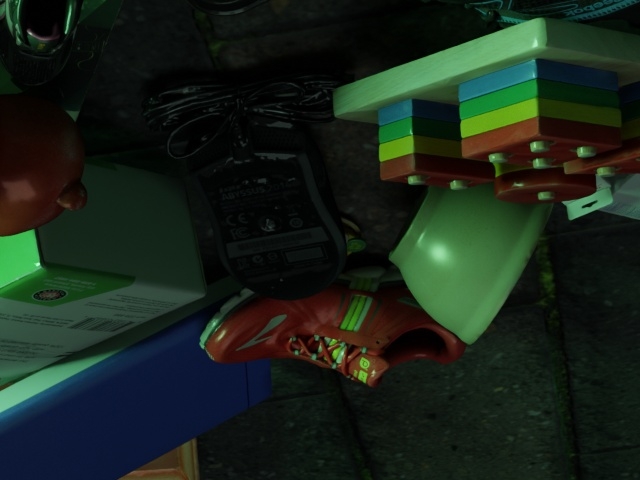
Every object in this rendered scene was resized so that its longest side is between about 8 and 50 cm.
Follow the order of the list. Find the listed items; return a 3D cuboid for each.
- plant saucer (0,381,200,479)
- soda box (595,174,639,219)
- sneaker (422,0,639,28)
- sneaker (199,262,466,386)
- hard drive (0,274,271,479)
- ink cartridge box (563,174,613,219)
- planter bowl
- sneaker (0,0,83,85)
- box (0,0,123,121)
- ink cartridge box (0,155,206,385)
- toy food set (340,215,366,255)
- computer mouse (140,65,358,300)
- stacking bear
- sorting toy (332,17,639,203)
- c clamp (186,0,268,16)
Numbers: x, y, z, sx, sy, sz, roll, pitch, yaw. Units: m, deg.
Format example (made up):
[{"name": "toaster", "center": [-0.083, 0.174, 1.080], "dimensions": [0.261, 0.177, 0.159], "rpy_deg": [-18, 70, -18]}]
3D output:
[{"name": "plant saucer", "center": [-0.268, 0.225, 2.097], "dimensions": [0.259, 0.047, 0.258], "rpy_deg": [-2, 146, -3]}, {"name": "soda box", "center": [0.327, -0.105, 1.661], "dimensions": [0.069, 0.074, 0.216], "rpy_deg": [13, 143, -25]}, {"name": "sneaker", "center": [0.122, -0.204, 1.378], "dimensions": [0.341, 0.125, 0.139], "rpy_deg": [2, 150, -7]}, {"name": "sneaker", "center": [0.022, 0.091, 1.836], "dimensions": [0.279, 0.118, 0.107], "rpy_deg": [-7, 145, -22]}, {"name": "hard drive", "center": [-0.196, 0.165, 1.884], "dimensions": [0.319, 0.040, 0.210], "rpy_deg": [-27, 147, -19]}, {"name": "ink cartridge box", "center": [0.235, -0.066, 1.698], "dimensions": [0.048, 0.083, 0.028], "rpy_deg": [-24, 142, 26]}, {"name": "planter bowl", "center": [0.131, 0.001, 1.742], "dimensions": [0.109, 0.162, 0.162], "rpy_deg": [29, 141, -1]}, {"name": "sneaker", "center": [-0.212, -0.168, 1.392], "dimensions": [0.072, 0.077, 0.178], "rpy_deg": [2, 146, -10]}, {"name": "box", "center": [-0.284, -0.184, 1.476], "dimensions": [0.232, 0.058, 0.322], "rpy_deg": [7, 146, -19]}, {"name": "ink cartridge box", "center": [-0.284, 0.033, 1.682], "dimensions": [0.289, 0.121, 0.211], "rpy_deg": [-24, 159, 32]}, {"name": "toy food set", "center": [0.000, 0.000, 1.821], "dimensions": [0.083, 0.020, 0.082], "rpy_deg": [21, 138, -33]}, {"name": "computer mouse", "center": [-0.044, -0.058, 1.695], "dimensions": [0.189, 0.072, 0.272], "rpy_deg": [-7, 134, 7]}, {"name": "stacking bear", "center": [-0.320, -0.081, 1.433], "dimensions": [0.289, 0.175, 0.164], "rpy_deg": [15, 115, -30]}, {"name": "sorting toy", "center": [0.187, -0.093, 1.529], "dimensions": [0.255, 0.089, 0.257], "rpy_deg": [5, 168, -37]}, {"name": "c clamp", "center": [-0.056, -0.234, 1.469], "dimensions": [0.161, 0.022, 0.137], "rpy_deg": [-27, 146, 27]}]
